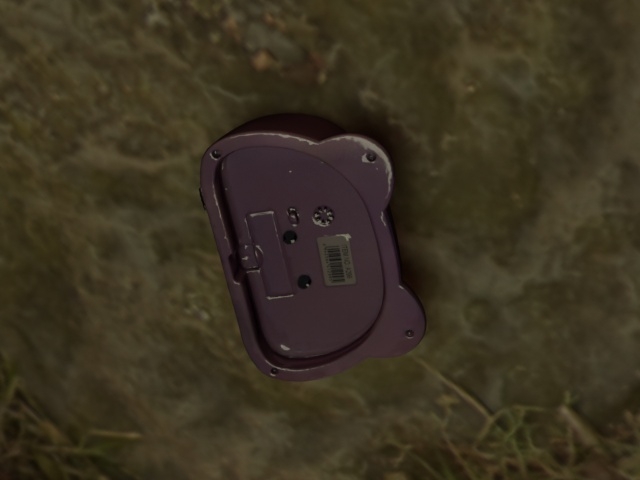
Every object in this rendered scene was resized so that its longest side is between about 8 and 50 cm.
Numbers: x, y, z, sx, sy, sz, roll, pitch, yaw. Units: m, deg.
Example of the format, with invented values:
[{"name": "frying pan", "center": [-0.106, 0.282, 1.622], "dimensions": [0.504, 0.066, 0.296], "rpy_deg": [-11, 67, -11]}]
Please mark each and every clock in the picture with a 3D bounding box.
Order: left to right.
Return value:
[{"name": "clock", "center": [0.000, 0.000, 0.654], "dimensions": [0.110, 0.050, 0.152], "rpy_deg": [-7, 112, 15]}]
